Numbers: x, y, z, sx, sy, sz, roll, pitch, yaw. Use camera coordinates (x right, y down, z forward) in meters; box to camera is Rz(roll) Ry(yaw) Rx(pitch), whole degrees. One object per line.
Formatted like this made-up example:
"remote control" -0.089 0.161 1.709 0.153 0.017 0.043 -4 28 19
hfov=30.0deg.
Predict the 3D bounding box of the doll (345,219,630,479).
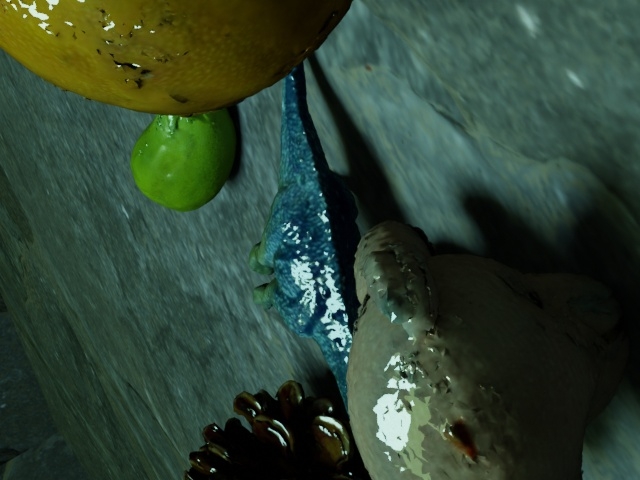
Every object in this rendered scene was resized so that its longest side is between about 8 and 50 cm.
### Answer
"doll" 0.098 0.066 0.706 0.303 0.156 0.201 -74 -39 -80

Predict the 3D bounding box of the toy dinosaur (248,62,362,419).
"toy dinosaur" -0.002 0.005 0.849 0.147 0.076 0.363 161 98 -74

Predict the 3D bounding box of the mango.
"mango" -0.119 -0.077 1.048 0.165 0.091 0.074 111 138 -65

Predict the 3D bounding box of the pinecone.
"pinecone" -0.037 0.255 1.124 0.221 0.221 0.221 49 156 30

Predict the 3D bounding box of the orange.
"orange" -0.085 -0.183 0.613 0.240 0.240 0.240 49 156 30
